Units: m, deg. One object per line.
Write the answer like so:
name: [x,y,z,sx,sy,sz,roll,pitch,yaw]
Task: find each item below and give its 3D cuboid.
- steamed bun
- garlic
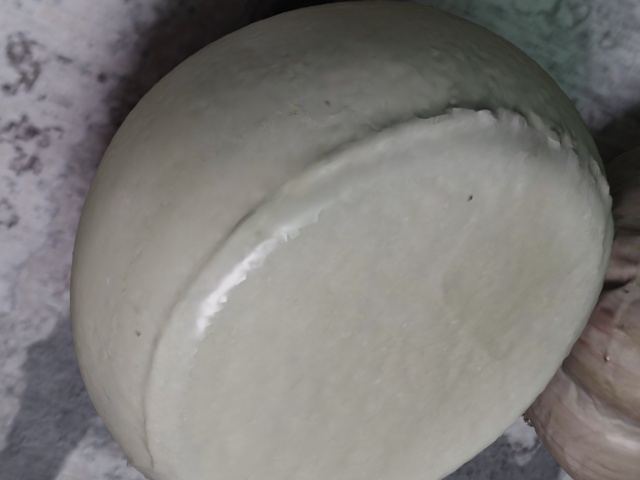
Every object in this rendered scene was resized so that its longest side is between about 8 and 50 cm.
steamed bun: [0.000,0.000,0.977,0.283,0.177,0.283,-20,136,-21]
garlic: [0.190,0.045,1.106,0.228,0.152,0.228,-56,166,-22]
